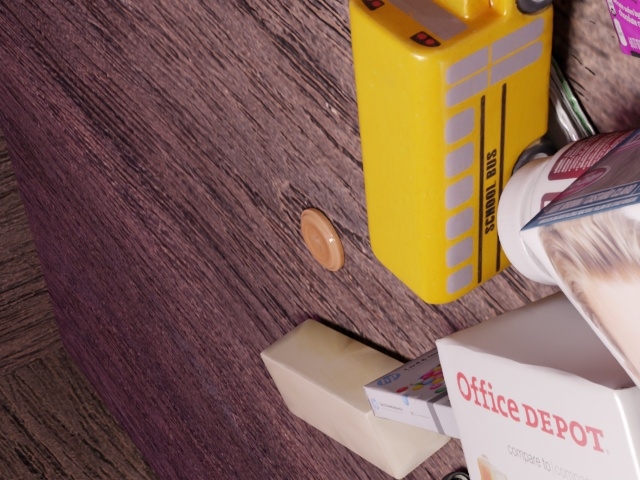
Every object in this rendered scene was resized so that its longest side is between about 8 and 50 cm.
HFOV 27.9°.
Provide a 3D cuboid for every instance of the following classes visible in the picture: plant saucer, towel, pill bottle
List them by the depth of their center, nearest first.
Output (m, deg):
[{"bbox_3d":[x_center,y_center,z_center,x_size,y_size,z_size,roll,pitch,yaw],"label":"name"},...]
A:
[{"bbox_3d":[0.224,-0.018,0.901,0.121,0.121,0.221,66,158,-9],"label":"pill bottle"},{"bbox_3d":[0.167,-0.094,1.069,0.113,0.023,0.152,62,158,2],"label":"towel"},{"bbox_3d":[0.000,0.000,1.556,0.083,0.013,0.083,48,155,31],"label":"plant saucer"}]

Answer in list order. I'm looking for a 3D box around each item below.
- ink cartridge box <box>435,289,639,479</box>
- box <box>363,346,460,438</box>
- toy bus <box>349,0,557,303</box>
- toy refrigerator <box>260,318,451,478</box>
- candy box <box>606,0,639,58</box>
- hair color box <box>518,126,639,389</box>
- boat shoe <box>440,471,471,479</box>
[{"bbox_3d":[0.245,0.238,0.927,0.279,0.160,0.385,-173,67,-71],"label":"ink cartridge box"},{"bbox_3d":[0.145,0.131,1.217,0.186,0.145,0.038,-2,112,66],"label":"box"},{"bbox_3d":[0.101,-0.111,0.986,0.108,0.130,0.333,45,155,37],"label":"toy bus"},{"bbox_3d":[0.041,0.186,1.584,0.269,0.094,0.102,20,141,60],"label":"toy refrigerator"},{"bbox_3d":[0.190,-0.218,0.738,0.159,0.071,0.233,-106,-5,-76],"label":"candy box"},{"bbox_3d":[0.267,0.093,0.651,0.347,0.105,0.174,52,167,-4],"label":"hair color box"},{"bbox_3d":[0.180,0.330,1.498,0.133,0.049,0.042,62,166,12],"label":"boat shoe"}]
